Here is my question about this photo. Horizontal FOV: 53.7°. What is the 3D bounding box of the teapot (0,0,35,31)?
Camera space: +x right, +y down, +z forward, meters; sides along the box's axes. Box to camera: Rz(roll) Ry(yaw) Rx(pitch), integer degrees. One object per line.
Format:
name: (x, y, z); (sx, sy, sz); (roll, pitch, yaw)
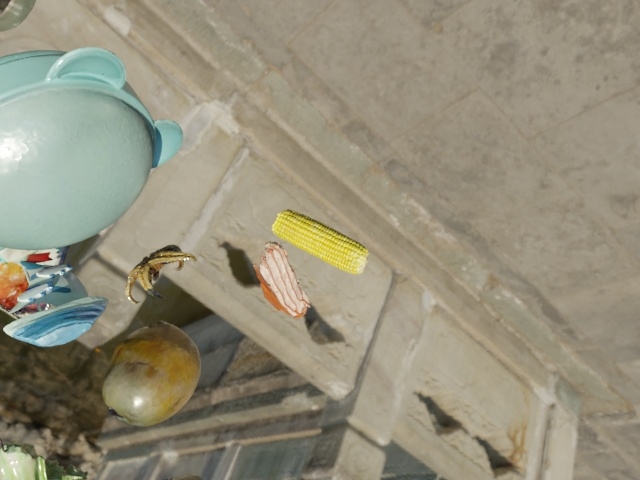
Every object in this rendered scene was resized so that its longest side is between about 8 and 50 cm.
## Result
teapot: (-0.669, -0.506, 1.108); (0.300, 0.344, 0.253); (-37, 95, 14)

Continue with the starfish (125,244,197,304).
starfish: (-0.369, 0.072, 1.447); (0.190, 0.146, 0.074); (-21, 118, 34)

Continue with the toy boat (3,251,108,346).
toy boat: (-0.296, 0.065, 0.721); (0.105, 0.149, 0.034); (-1, 124, -13)

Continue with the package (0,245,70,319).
package: (-0.410, 0.031, 0.798); (0.166, 0.040, 0.232); (14, 129, -26)

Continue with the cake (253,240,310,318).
cake: (-0.101, 0.109, 1.662); (0.135, 0.098, 0.287); (38, 159, 33)

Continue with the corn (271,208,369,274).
corn: (0.000, 0.000, 1.503); (0.248, 0.081, 0.081); (27, 146, 14)

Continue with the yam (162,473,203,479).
yam: (-0.319, 0.550, 1.377); (0.068, 0.068, 0.169); (8, 171, 20)

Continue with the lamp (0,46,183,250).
lamp: (-0.286, -0.067, 0.607); (0.284, 0.147, 0.209); (-17, 155, 7)

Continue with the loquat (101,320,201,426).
loquat: (-0.329, 0.262, 1.237); (0.179, 0.227, 0.179); (2, 118, 4)

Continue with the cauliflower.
cauliflower: (-0.574, 0.476, 1.208); (0.256, 0.239, 0.315); (6, 113, -2)
